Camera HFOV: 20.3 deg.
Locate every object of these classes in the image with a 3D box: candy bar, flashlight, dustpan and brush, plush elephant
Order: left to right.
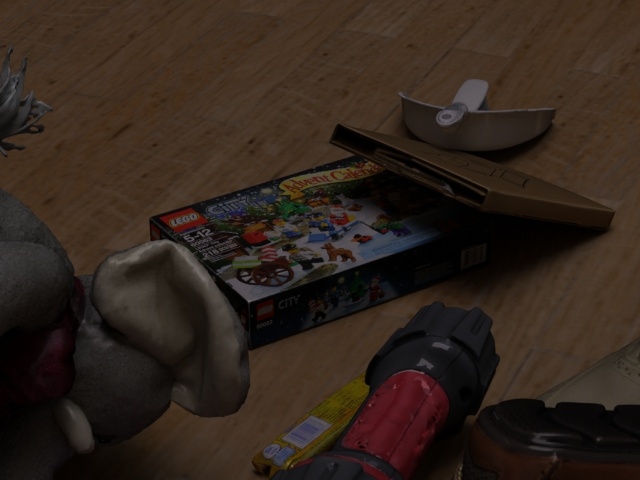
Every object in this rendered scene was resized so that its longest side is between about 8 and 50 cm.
[{"bbox_3d":[-0.208,0.076,1.152,0.272,0.255,0.330,-15,38,56],"label":"plush elephant"},{"bbox_3d":[0.012,0.126,1.266,0.040,0.018,0.161,21,36,31],"label":"candy bar"},{"bbox_3d":[0.045,0.128,1.128,0.103,0.103,0.304,4,25,20],"label":"flashlight"},{"bbox_3d":[0.129,-0.113,1.608,0.147,0.060,0.211,7,23,12],"label":"dustpan and brush"}]

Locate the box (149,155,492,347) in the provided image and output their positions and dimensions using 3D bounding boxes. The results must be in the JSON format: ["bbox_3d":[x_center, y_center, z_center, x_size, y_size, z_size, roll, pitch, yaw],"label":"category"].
[{"bbox_3d":[0.000,0.000,1.457,0.233,0.044,0.159,-18,35,-29],"label":"box"}]

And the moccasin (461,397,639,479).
[{"bbox_3d":[0.268,0.178,1.066,0.380,0.147,0.139,1,13,-17],"label":"moccasin"}]

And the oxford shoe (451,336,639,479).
[{"bbox_3d":[0.251,0.082,1.211,0.397,0.146,0.140,-22,39,-31],"label":"oxford shoe"}]

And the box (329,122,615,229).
[{"bbox_3d":[0.127,-0.052,1.482,0.164,0.021,0.201,26,12,36],"label":"box"}]
